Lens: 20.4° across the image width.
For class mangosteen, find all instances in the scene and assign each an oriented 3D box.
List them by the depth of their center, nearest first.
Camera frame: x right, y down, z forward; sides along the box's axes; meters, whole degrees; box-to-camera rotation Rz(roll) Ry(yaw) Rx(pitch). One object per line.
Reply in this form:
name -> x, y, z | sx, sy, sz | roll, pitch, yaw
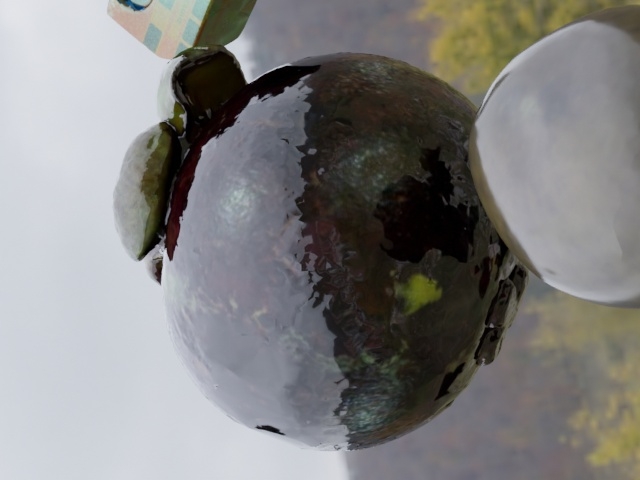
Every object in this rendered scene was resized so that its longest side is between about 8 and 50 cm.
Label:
mangosteen -> 0.000, 0.000, 1.204 | 0.288, 0.288, 0.288 | -10, -90, -84

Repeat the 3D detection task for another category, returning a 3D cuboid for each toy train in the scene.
toy train -> -0.091, -0.220, 1.319 | 0.072, 0.099, 0.188 | -29, -25, -44

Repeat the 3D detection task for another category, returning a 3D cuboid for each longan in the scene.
longan -> 0.172, -0.046, 0.976 | 0.167, 0.187, 0.167 | -28, -55, -51
